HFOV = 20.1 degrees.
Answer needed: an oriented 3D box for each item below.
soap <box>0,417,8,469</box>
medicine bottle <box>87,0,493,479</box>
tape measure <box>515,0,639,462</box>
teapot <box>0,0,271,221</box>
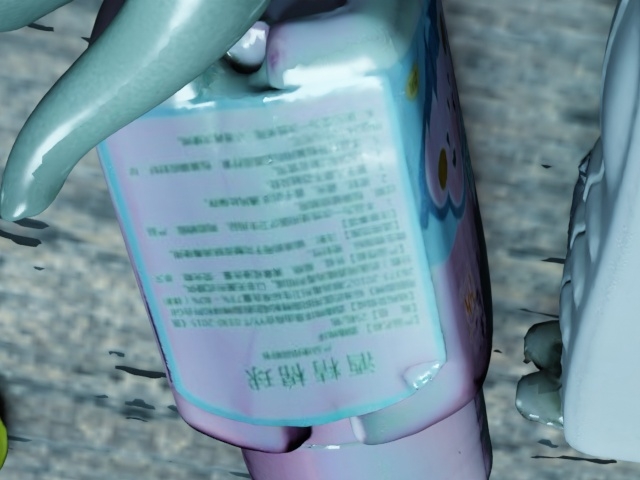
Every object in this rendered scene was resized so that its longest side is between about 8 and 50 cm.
[{"bbox_3d":[-0.177,0.055,0.633,0.089,0.045,0.140,-33,115,26],"label":"soap"},{"bbox_3d":[0.000,0.000,0.541,0.094,0.119,0.188,-7,122,11],"label":"medicine bottle"},{"bbox_3d":[0.169,-0.033,0.509,0.197,0.120,0.236,9,128,5],"label":"tape measure"},{"bbox_3d":[-0.092,-0.128,0.440,0.149,0.162,0.239,-31,80,18],"label":"teapot"}]
